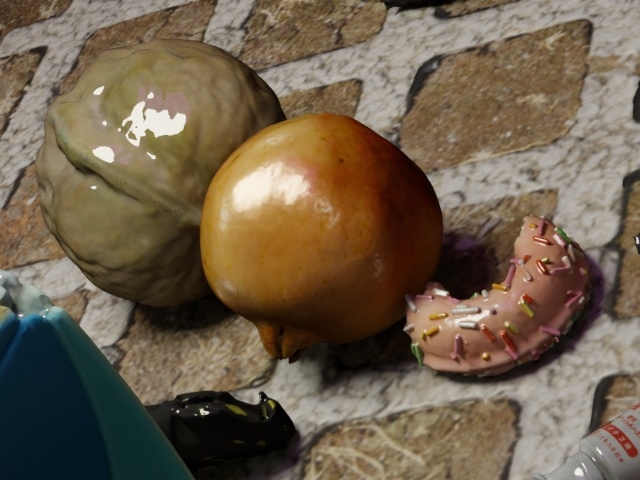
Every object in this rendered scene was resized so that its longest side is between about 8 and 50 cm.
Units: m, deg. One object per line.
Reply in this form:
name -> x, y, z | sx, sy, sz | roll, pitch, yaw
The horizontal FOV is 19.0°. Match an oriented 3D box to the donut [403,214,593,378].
donut -> 0.151, 0.049, 1.534 | 0.166, 0.065, 0.117 | -41, 34, -11

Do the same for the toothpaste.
toothpaste -> 0.261, 0.131, 1.358 | 0.234, 0.057, 0.089 | -28, 38, -12

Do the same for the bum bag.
bum bag -> -0.140, 0.164, 1.586 | 0.232, 0.106, 0.060 | -14, 61, 24

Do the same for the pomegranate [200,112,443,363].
pomegranate -> 0.002, -0.006, 1.608 | 0.209, 0.209, 0.209 | -21, 35, 16

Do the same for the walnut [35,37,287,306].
walnut -> -0.140, -0.063, 1.761 | 0.248, 0.248, 0.248 | -21, 35, 16

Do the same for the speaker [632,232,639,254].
speaker -> 0.390, 0.087, 1.180 | 0.180, 0.184, 0.388 | -41, 37, -13

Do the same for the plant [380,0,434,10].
plant -> 0.121, -0.290, 1.980 | 0.143, 0.094, 0.092 | -19, 19, 38

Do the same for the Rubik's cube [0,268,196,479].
Rubik's cube -> -0.319, 0.235, 1.413 | 0.347, 0.351, 0.352 | 8, 52, 45
